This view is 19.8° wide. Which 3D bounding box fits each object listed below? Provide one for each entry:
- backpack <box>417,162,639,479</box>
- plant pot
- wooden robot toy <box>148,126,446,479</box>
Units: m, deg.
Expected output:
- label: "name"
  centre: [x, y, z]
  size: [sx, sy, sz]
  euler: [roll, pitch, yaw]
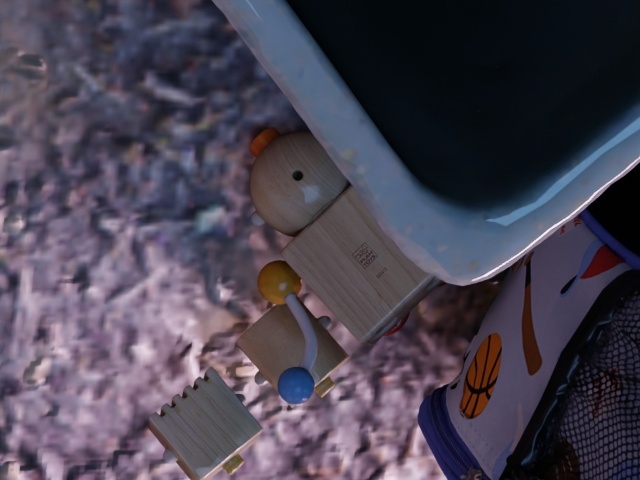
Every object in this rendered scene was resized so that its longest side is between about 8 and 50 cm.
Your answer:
- label: "backpack"
  centre: [0.157, 0.096, 0.595]
  size: [0.276, 0.263, 0.213]
  euler: [30, 106, -25]
- label: "plant pot"
  centre: [0.021, -0.192, 0.427]
  size: [0.248, 0.252, 0.247]
  euler: [-39, 118, 1]
- label: "wooden robot toy"
  centre: [0.000, 0.000, 0.624]
  size: [0.173, 0.076, 0.079]
  euler: [-42, 83, 3]
